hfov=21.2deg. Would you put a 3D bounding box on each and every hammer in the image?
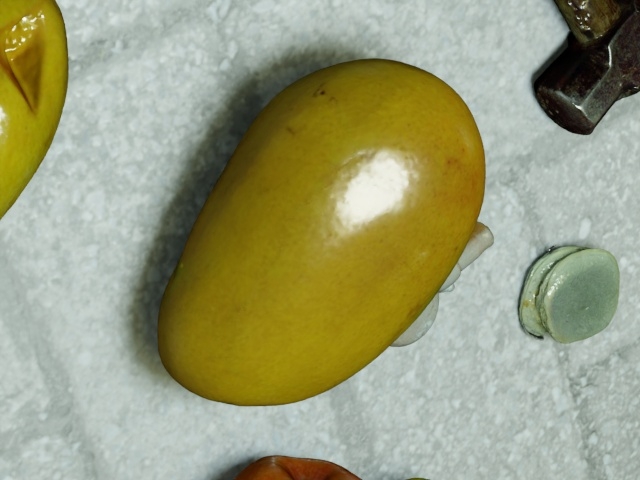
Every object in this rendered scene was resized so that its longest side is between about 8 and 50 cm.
[{"bbox_3d":[0.285,-0.343,2.085,0.242,0.095,0.409,-48,118,-12],"label":"hammer"}]

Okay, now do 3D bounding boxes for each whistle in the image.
[{"bbox_3d":[0.128,0.054,2.109,0.220,0.057,0.107,-38,120,-20],"label":"whistle"}]

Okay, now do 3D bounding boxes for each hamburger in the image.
[{"bbox_3d":[0.328,0.069,2.238,0.140,0.062,0.133,-19,118,-29],"label":"hamburger"}]

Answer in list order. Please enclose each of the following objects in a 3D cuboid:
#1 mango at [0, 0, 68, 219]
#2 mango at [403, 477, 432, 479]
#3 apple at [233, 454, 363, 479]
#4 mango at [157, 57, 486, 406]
[{"bbox_3d":[-0.389,-0.121,1.664,0.365,0.182,0.253,-53,122,-22],"label":"mango"},{"bbox_3d":[0.119,0.454,2.158,0.211,0.173,0.317,-18,107,-28],"label":"mango"},{"bbox_3d":[-0.027,0.364,2.005,0.218,0.218,0.201,7,103,-34],"label":"apple"},{"bbox_3d":[0.000,0.000,1.912,0.445,0.232,0.300,-51,128,-3],"label":"mango"}]
